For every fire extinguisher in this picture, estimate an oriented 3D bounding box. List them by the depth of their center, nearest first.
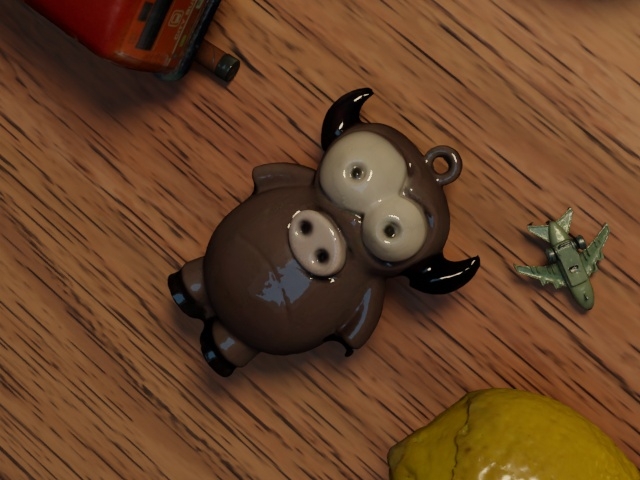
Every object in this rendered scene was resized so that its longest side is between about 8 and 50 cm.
[{"bbox_3d":[-0.107,-0.168,0.828,0.083,0.022,0.028,34,137,10],"label":"fire extinguisher"}]

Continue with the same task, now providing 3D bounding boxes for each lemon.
[{"bbox_3d":[0.152,0.204,0.724,0.193,0.180,0.181,37,107,34],"label":"lemon"}]

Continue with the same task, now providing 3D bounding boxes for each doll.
[{"bbox_3d":[-0.001,0.001,0.772,0.257,0.117,0.182,-33,82,20],"label":"doll"}]

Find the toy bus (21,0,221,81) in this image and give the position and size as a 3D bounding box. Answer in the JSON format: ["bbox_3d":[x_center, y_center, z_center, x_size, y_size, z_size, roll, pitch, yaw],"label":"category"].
[{"bbox_3d":[-0.209,-0.242,0.784,0.265,0.120,0.121,37,113,18],"label":"toy bus"}]

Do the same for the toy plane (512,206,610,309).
[{"bbox_3d":[0.196,0.018,0.760,0.080,0.033,0.083,-25,90,3],"label":"toy plane"}]
